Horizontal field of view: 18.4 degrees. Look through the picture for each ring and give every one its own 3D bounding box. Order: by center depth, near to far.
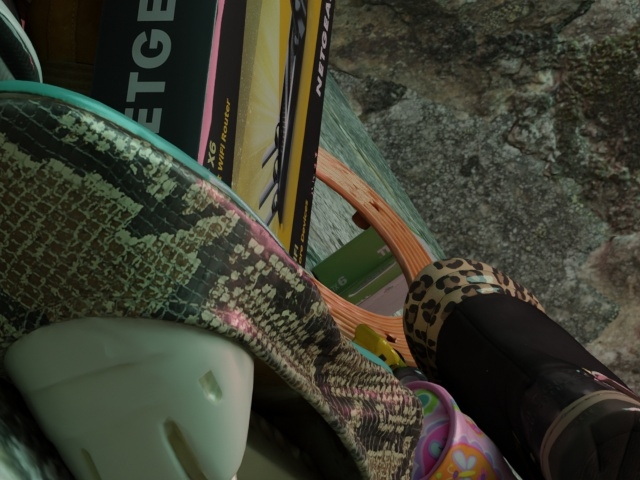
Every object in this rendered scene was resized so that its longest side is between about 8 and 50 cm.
[{"bbox_3d":[0.000,0.000,1.930,0.336,0.032,0.336,36,23,-18],"label":"ring"}]

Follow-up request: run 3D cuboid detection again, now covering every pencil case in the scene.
[{"bbox_3d":[0.123,0.237,1.620,0.284,0.124,0.124,49,9,-39],"label":"pencil case"}]

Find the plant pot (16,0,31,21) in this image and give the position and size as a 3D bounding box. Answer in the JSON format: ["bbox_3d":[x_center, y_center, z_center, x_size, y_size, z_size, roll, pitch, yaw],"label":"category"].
[{"bbox_3d":[-0.209,-0.231,1.520,0.237,0.110,0.237,39,-9,7],"label":"plant pot"}]

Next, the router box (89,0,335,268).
[{"bbox_3d":[-0.069,-0.089,1.311,0.243,0.081,0.309,48,46,-67],"label":"router box"}]

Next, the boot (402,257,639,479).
[{"bbox_3d":[0.230,0.184,1.728,0.377,0.138,0.284,45,0,-44],"label":"boot"}]

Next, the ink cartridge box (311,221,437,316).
[{"bbox_3d":[0.060,0.030,2.179,0.062,0.109,0.209,56,8,16],"label":"ink cartridge box"}]

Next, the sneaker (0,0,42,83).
[{"bbox_3d":[-0.266,-0.191,1.217,0.281,0.106,0.162,64,0,-13],"label":"sneaker"}]

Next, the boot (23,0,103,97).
[{"bbox_3d":[-0.142,-0.165,1.388,0.295,0.104,0.211,-68,164,-81],"label":"boot"}]

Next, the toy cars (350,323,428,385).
[{"bbox_3d":[0.112,0.216,1.796,0.176,0.087,0.394,47,-3,36],"label":"toy cars"}]

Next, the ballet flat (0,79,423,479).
[{"bbox_3d":[-0.058,0.093,1.087,0.483,0.164,0.182,46,36,-56],"label":"ballet flat"}]
